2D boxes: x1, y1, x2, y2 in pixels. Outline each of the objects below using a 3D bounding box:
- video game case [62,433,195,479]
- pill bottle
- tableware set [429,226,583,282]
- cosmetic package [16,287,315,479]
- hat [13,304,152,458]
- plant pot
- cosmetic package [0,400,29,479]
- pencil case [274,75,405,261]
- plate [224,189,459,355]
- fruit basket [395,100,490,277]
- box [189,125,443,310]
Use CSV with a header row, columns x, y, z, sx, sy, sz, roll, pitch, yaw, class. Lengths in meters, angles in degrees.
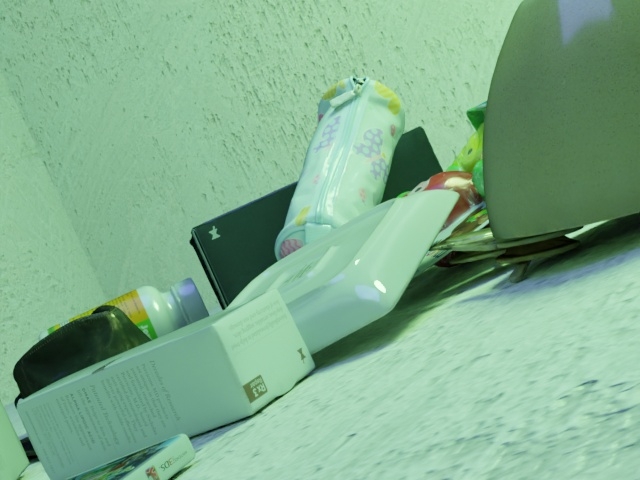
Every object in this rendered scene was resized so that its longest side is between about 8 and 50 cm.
x,y,z,sx,sy,sz,roll,pitch,yaw,class
-0.203,0.195,0.709,0.201,0.023,0.183,-25,1,24,video game case
-0.290,0.152,1.671,0.246,0.136,0.136,-25,1,-10,pill bottle
0.175,0.010,1.013,0.128,0.039,0.194,-14,3,-15,tableware set
-0.134,0.125,0.937,0.231,0.085,0.117,-25,1,28,cosmetic package
-0.282,0.158,1.362,0.331,0.133,0.331,-24,0,0,hat
0.258,-0.131,0.933,0.284,0.190,0.284,-17,3,1,plant pot
-0.419,0.222,1.039,0.224,0.138,0.225,-25,2,-8,cosmetic package
0.028,-0.073,1.315,0.124,0.114,0.273,108,178,-52,pencil case
-0.013,0.048,1.075,0.278,0.045,0.277,-30,11,29,plate
0.186,-0.070,1.277,0.353,0.165,0.327,-31,6,-6,fruit basket
0.000,0.000,1.576,0.343,0.178,0.312,-25,0,-6,box
